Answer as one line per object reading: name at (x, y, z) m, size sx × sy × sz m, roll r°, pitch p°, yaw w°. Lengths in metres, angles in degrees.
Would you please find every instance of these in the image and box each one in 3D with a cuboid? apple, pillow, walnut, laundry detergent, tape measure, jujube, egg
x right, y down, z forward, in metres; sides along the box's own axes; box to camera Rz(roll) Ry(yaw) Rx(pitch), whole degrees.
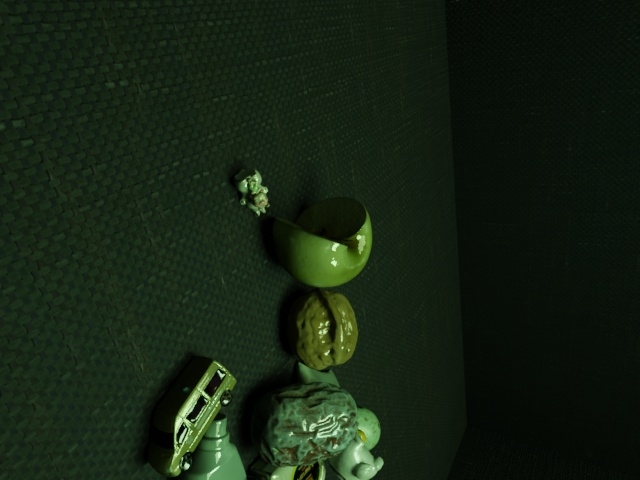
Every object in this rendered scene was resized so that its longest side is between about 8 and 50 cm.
apple at (0.006, 0.016, 1.313) m, size 0.295 × 0.257 × 0.233 m, roll -34°, pitch 124°, yaw -46°
pillow at (-0.001, 0.504, 1.525) m, size 0.254 × 0.078 × 0.144 m, roll 37°, pitch 27°, yaw -51°
walnut at (0.006, 0.276, 1.389) m, size 0.224 × 0.257 × 0.257 m, roll -7°, pitch 103°, yaw -24°
laundry detergent at (-0.275, 0.639, 1.102) m, size 0.264 × 0.124 × 0.398 m, roll 9°, pitch 85°, yaw -55°
tape measure at (-0.108, 0.751, 1.370) m, size 0.271 × 0.133 × 0.231 m, roll -25°, pitch 108°, yaw -53°
jujube at (-0.041, 0.539, 1.292) m, size 0.317 × 0.226 × 0.226 m, roll 4°, pitch 92°, yaw -25°
egg at (0.133, 0.730, 1.696) m, size 0.231 × 0.169 × 0.169 m, roll 32°, pitch 68°, yaw -40°

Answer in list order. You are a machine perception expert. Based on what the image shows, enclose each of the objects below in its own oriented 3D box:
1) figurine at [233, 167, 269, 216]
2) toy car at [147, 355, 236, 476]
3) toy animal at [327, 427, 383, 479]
figurine at (-0.180, -0.111, 1.169) m, size 0.098 × 0.081 × 0.146 m, roll -102°, pitch 175°, yaw -57°
toy car at (-0.313, 0.403, 1.024) m, size 0.257 × 0.101 × 0.124 m, roll -57°, pitch 133°, yaw -37°
toy animal at (0.068, 0.685, 1.482) m, size 0.154 × 0.325 × 0.208 m, roll -45°, pitch 136°, yaw -15°
